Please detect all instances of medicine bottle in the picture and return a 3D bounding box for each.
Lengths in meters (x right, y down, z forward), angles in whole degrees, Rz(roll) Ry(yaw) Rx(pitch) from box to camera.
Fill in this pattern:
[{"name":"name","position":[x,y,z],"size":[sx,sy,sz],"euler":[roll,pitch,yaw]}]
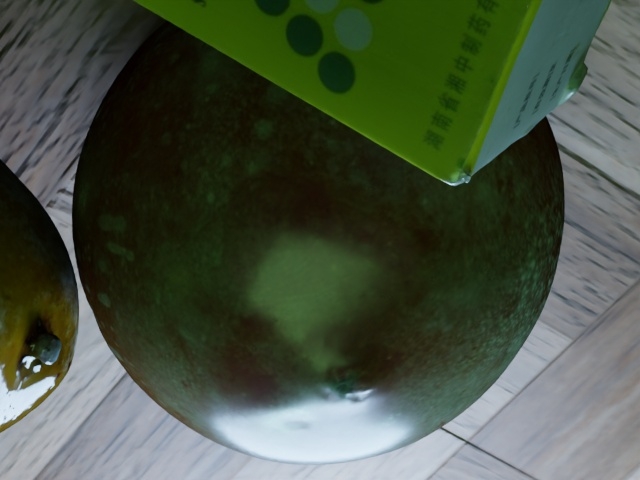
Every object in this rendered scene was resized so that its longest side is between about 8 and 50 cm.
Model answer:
[{"name":"medicine bottle","position":[0.013,-0.155,0.781],"size":[0.250,0.141,0.137],"euler":[31,128,17]}]

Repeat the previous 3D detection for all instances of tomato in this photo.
[{"name":"tomato","position":[0.000,0.000,0.909],"size":[0.270,0.222,0.270],"euler":[0,130,0]}]

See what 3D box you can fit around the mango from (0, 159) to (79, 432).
[{"name":"mango","position":[-0.309,0.000,0.916],"size":[0.384,0.221,0.198],"euler":[13,96,16]}]
